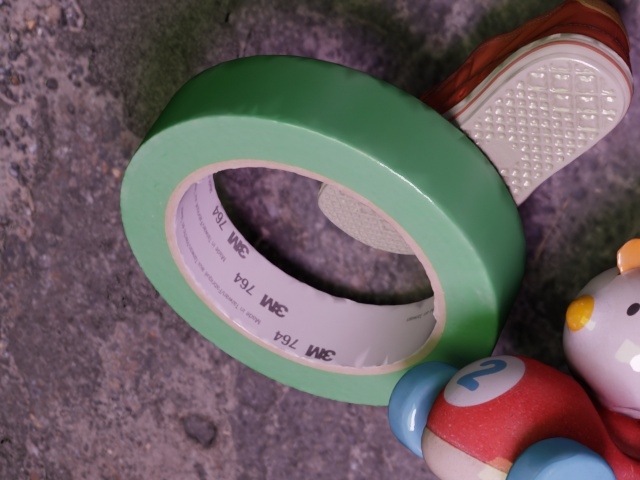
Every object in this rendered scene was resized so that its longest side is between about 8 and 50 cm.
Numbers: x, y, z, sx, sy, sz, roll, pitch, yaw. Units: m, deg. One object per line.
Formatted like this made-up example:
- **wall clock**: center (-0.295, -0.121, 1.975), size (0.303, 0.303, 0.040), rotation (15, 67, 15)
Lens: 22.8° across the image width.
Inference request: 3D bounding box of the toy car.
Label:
- **toy car**: center (0.200, 0.091, 1.140), size (0.238, 0.210, 0.219), rotation (-66, 26, 2)

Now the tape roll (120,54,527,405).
- **tape roll**: center (0.000, 0.000, 1.263), size (0.321, 0.077, 0.321), rotation (18, 141, 15)

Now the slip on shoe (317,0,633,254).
- **slip on shoe**: center (0.119, -0.082, 1.241), size (0.123, 0.101, 0.331), rotation (38, 139, -16)
